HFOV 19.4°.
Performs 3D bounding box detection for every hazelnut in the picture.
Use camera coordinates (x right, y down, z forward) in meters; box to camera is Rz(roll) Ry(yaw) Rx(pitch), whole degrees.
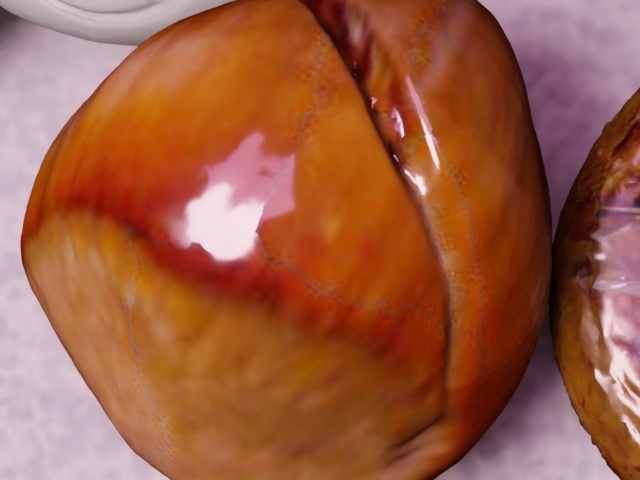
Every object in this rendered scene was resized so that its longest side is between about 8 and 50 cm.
[{"bbox_3d":[0.000,0.000,0.612,0.182,0.182,0.182,-4,75,15],"label":"hazelnut"}]

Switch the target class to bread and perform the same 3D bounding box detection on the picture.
[{"bbox_3d":[0.164,0.017,0.615,0.193,0.064,0.193,-2,75,9],"label":"bread"}]

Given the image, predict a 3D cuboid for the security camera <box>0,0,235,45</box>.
[{"bbox_3d":[-0.085,-0.155,0.663,0.236,0.194,0.194,1,76,12],"label":"security camera"}]
